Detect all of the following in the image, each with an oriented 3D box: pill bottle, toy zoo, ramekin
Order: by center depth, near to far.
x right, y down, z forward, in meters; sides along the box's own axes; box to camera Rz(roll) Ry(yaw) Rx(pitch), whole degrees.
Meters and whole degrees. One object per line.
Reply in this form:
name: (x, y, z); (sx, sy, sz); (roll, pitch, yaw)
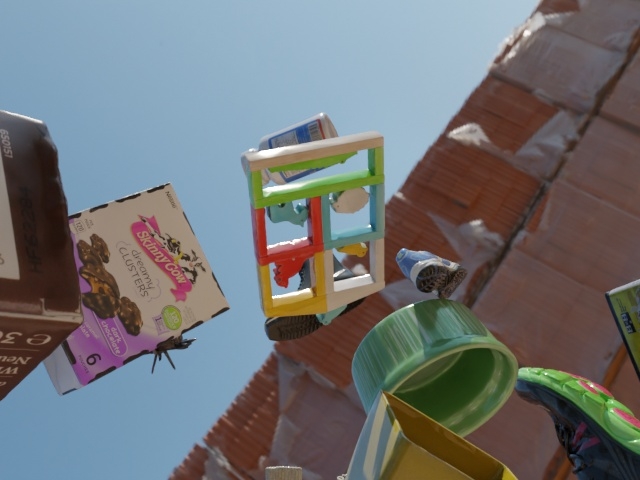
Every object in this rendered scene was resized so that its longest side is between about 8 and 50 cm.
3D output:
toy zoo: (0.000, 0.000, 0.999); (0.192, 0.030, 0.293); (-12, -59, -16)
ramekin: (0.207, 0.254, 1.339); (0.303, 0.148, 0.304); (-13, -47, -15)
pill bottle: (-0.068, -0.202, 1.631); (0.221, 0.124, 0.124); (-19, -18, 14)

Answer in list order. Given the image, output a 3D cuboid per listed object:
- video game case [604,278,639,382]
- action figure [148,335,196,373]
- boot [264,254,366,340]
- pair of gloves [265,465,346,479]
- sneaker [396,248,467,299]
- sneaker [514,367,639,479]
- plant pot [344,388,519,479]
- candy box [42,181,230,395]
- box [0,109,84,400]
video game case: (0.375, 0.144, 0.600); (0.035, 0.275, 0.248); (-15, -13, -14)
action figure: (-0.342, 0.137, 1.415); (0.141, 0.164, 0.276); (-95, 0, -52)
boot: (-0.034, 0.090, 1.251); (0.197, 0.137, 0.077); (-20, -38, -26)
pair of gloves: (-0.002, 0.550, 1.350); (0.042, 0.240, 0.204); (101, 178, -77)
sneaker: (0.217, 0.058, 1.346); (0.080, 0.081, 0.211); (-53, -32, 7)
sneaker: (0.548, 0.413, 1.412); (0.185, 0.483, 0.202); (18, -78, -32)
plant pot: (0.125, 0.341, 0.869); (0.187, 0.212, 0.212); (-58, 3, 2)
candy box: (-0.219, 0.045, 0.757); (0.196, 0.165, 0.070); (-27, 1, -43)
box: (-0.320, 0.074, 0.388); (0.381, 0.143, 0.191); (-38, -31, 30)
